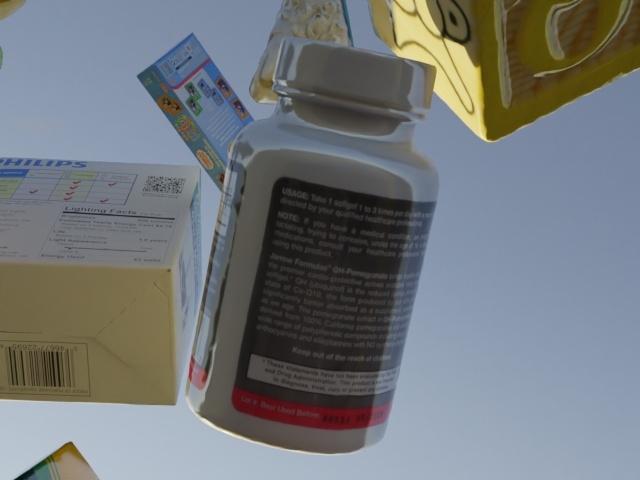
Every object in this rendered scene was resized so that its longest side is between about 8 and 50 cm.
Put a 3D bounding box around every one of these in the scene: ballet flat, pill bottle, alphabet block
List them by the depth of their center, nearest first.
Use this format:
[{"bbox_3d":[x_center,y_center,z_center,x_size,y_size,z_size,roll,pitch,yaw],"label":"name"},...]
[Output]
[{"bbox_3d":[0.000,0.000,0.936,0.176,0.176,0.318,12,-82,2],"label":"pill bottle"},{"bbox_3d":[0.160,-0.237,0.966,0.193,0.197,0.192,-29,-40,-10],"label":"alphabet block"},{"bbox_3d":[-0.012,-0.145,1.332,0.147,0.409,0.147,-11,-12,-2],"label":"ballet flat"}]

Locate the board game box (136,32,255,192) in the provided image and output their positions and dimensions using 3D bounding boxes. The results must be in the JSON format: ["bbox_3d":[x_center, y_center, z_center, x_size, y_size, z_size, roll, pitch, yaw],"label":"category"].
[{"bbox_3d":[-0.160,-0.182,1.620,0.039,0.160,0.211,-30,-75,26],"label":"board game box"}]

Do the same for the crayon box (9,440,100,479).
[{"bbox_3d":[-0.156,0.348,0.897,0.106,0.313,0.363,-35,-91,-4],"label":"crayon box"}]

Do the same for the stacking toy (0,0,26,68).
[{"bbox_3d":[-0.508,-0.267,1.397,0.130,0.309,0.279,37,-52,7],"label":"stacking toy"}]

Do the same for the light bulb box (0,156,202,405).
[{"bbox_3d":[-0.364,0.048,1.663,0.358,0.361,0.225,3,-65,0],"label":"light bulb box"}]
